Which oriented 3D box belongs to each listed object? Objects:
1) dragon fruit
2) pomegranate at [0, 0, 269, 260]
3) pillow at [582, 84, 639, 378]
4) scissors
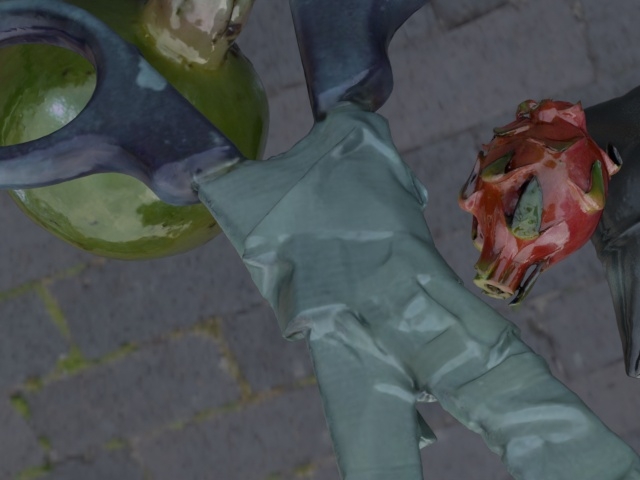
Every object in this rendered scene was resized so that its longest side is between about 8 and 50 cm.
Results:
[{"bbox_3d":[0.121,-0.022,0.925,0.081,0.116,0.086,29,157,-22],"label":"dragon fruit"},{"bbox_3d":[-0.115,-0.085,0.978,0.179,0.179,0.210,-1,147,-9],"label":"pomegranate"},{"bbox_3d":[0.300,-0.030,1.361,0.186,0.250,0.106,-26,160,19],"label":"pillow"},{"bbox_3d":[0.000,0.000,0.559,0.256,0.383,0.029,-25,141,-2],"label":"scissors"}]
